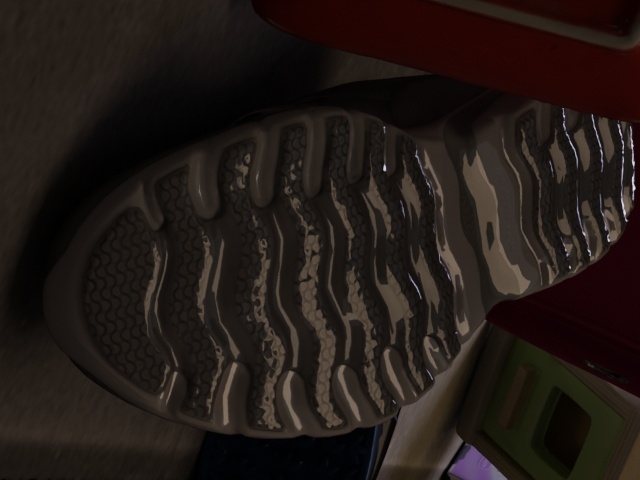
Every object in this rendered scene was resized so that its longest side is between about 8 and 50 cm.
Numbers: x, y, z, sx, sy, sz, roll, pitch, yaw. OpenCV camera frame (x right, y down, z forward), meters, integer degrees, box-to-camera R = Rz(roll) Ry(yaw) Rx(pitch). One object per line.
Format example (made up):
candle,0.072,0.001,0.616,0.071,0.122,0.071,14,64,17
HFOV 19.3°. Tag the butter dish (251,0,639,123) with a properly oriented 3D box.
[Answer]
butter dish,0.068,-0.142,0.635,0.118,0.160,0.160,-90,-164,-62

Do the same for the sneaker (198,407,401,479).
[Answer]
sneaker,0.014,0.054,0.857,0.090,0.081,0.232,-10,123,-66

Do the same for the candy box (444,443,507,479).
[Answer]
candy box,0.155,0.267,1.837,0.165,0.070,0.196,-47,158,-54

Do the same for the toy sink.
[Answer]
toy sink,0.213,0.130,1.625,0.131,0.234,0.153,-11,131,-38

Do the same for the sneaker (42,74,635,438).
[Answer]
sneaker,0.000,0.000,0.661,0.281,0.115,0.105,-15,103,-50

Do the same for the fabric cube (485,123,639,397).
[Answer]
fabric cube,0.229,-0.036,1.167,0.259,0.254,0.258,-64,167,-3
